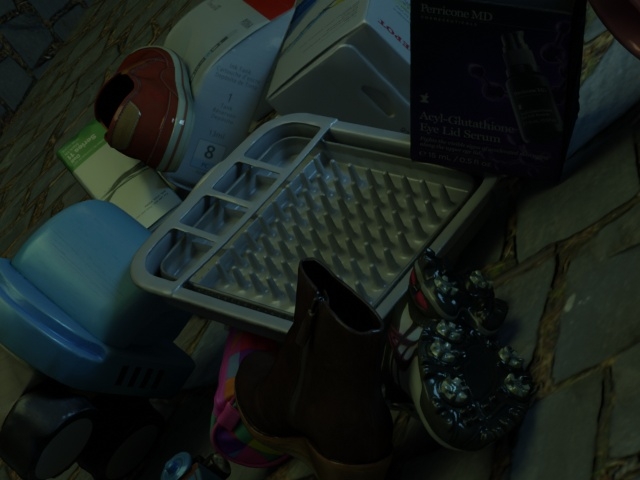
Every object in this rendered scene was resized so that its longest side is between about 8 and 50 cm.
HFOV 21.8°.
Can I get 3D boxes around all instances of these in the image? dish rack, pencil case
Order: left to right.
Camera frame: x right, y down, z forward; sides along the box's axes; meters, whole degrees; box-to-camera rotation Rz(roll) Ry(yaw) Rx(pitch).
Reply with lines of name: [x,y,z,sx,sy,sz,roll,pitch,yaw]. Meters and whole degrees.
pencil case: [-0.060,0.128,1.692,0.104,0.104,0.236,-40,22,20]
dish rack: [0.000,0.000,1.678,0.333,0.072,0.285,14,51,41]

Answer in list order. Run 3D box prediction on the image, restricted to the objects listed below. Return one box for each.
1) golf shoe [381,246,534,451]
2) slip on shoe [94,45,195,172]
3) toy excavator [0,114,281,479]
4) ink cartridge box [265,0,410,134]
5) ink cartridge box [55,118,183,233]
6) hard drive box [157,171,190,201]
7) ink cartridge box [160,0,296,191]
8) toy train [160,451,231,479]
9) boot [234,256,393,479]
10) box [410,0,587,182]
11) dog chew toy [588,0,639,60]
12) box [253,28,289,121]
golf shoe: [0.107,0.118,1.411,0.120,0.105,0.273,-59,11,22]
slip on shoe: [-0.226,-0.174,2.039,0.331,0.101,0.123,-117,47,-66]
toy excavator: [-0.188,0.036,1.861,0.445,0.222,0.433,-54,-22,7]
ink cartridge box: [0.065,-0.214,1.964,0.168,0.171,0.233,-36,22,30]
ink cartridge box: [-0.228,-0.041,2.114,0.087,0.153,0.208,-40,52,-5]
hard drive box: [-0.208,-0.039,2.311,0.232,0.089,0.181,-55,22,-21]
ink cartridge box: [-0.123,-0.275,2.127,0.308,0.091,0.385,-129,58,-70]
toy train: [-0.154,0.287,1.619,0.184,0.080,0.105,-43,26,11]
boot: [-0.006,0.102,1.453,0.090,0.207,0.248,-13,32,-23]
box: [0.168,-0.173,1.572,0.153,0.207,0.108,8,44,14]
dog chew toy: [0.388,-0.297,1.452,0.332,0.206,0.206,-41,20,-6]
box: [-0.081,-0.254,2.454,0.102,0.087,0.101,-33,24,35]
